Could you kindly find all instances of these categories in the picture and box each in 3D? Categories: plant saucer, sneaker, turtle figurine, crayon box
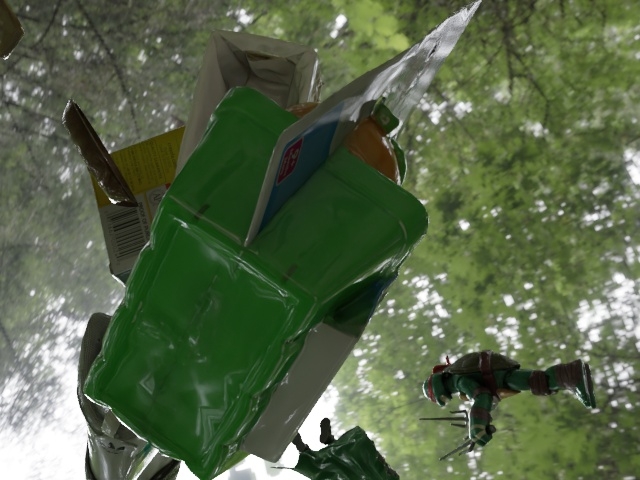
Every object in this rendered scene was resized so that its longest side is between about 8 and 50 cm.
[{"bbox_3d":[-0.299,-0.111,1.264,0.029,0.168,0.168,-30,-94,-5],"label":"plant saucer"},{"bbox_3d":[-0.192,0.130,1.159,0.137,0.210,0.366,12,-131,4],"label":"sneaker"},{"bbox_3d":[0.215,0.192,1.171,0.175,0.234,0.118,-20,-83,-70],"label":"turtle figurine"},{"bbox_3d":[-0.168,-0.073,1.401,0.318,0.081,0.202,-20,-116,2],"label":"crayon box"}]

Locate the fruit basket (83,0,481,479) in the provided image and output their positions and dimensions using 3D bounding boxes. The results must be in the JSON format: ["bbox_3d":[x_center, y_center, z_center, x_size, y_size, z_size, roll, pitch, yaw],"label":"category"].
[{"bbox_3d":[0.000,0.000,0.696,0.165,0.327,0.353,38,-145,12],"label":"fruit basket"}]

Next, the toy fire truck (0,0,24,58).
[{"bbox_3d":[-0.414,-0.361,1.110,0.246,0.217,0.158,39,-140,-14],"label":"toy fire truck"}]

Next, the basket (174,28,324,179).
[{"bbox_3d":[-0.068,-0.114,0.966,0.113,0.103,0.167,13,-95,8],"label":"basket"}]

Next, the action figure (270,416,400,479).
[{"bbox_3d":[0.046,0.319,1.325,0.232,0.137,0.063,46,-154,-44],"label":"action figure"}]
